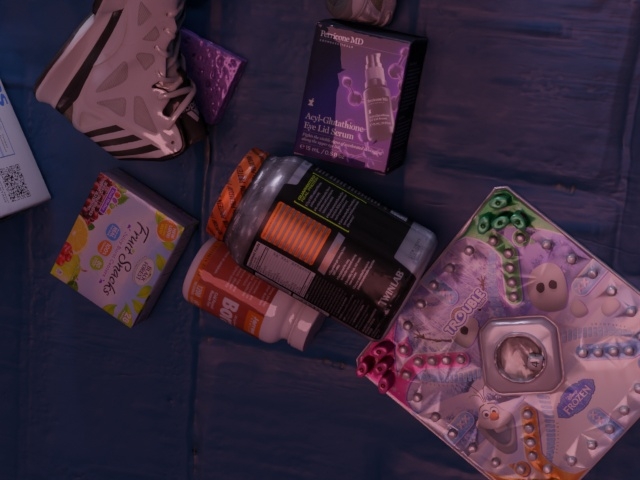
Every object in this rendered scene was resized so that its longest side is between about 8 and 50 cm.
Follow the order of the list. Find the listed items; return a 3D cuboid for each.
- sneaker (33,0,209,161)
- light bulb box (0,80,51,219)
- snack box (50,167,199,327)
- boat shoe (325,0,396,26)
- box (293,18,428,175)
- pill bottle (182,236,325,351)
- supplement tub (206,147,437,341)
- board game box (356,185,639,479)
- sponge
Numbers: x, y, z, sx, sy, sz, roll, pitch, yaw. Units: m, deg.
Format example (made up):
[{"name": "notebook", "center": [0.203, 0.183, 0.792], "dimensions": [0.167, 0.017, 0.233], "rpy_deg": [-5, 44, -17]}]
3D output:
[{"name": "sneaker", "center": [-0.227, -0.292, 1.871], "dimensions": [0.257, 0.169, 0.447], "rpy_deg": [42, 126, -6]}, {"name": "light bulb box", "center": [-0.672, -0.153, 1.962], "dimensions": [0.225, 0.361, 0.357], "rpy_deg": [-21, 95, 22]}, {"name": "snack box", "center": [-0.326, 0.011, 2.041], "dimensions": [0.174, 0.070, 0.207], "rpy_deg": [34, 110, 9]}, {"name": "boat shoe", "center": [0.098, -0.474, 1.791], "dimensions": [0.118, 0.103, 0.320], "rpy_deg": [36, 114, 56]}, {"name": "box", "center": [0.061, -0.218, 1.848], "dimensions": [0.153, 0.108, 0.207], "rpy_deg": [13, 106, 15]}, {"name": "pill bottle", "center": [-0.101, 0.089, 1.957], "dimensions": [0.216, 0.121, 0.121], "rpy_deg": [27, 108, 11]}, {"name": "supplement tub", "center": [0.000, 0.000, 1.854], "dimensions": [0.316, 0.193, 0.193], "rpy_deg": [30, 109, 3]}, {"name": "board game box", "center": [0.306, 0.181, 1.886], "dimensions": [0.390, 0.050, 0.390], "rpy_deg": [39, 110, 6]}, {"name": "sponge", "center": [-0.233, -0.284, 1.969], "dimensions": [0.210, 0.031, 0.117], "rpy_deg": [29, 110, 10]}]
